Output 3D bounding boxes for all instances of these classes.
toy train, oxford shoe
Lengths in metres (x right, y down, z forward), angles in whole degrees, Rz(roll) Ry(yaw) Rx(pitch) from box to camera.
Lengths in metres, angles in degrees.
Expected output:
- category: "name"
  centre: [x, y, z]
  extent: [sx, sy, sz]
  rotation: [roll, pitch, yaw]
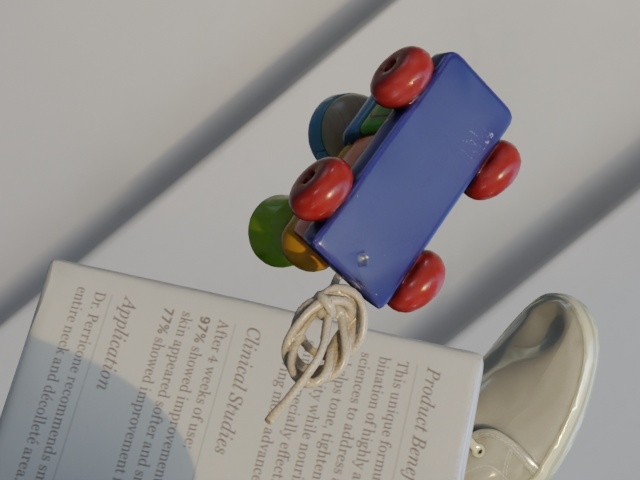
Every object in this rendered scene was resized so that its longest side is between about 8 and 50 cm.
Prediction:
- category: "toy train"
  centre: [0.000, 0.000, 1.027]
  extent: [0.105, 0.248, 0.143]
  rotation: [44, -20, -23]
- category: "oxford shoe"
  centre: [0.143, 0.243, 1.864]
  extent: [0.130, 0.449, 0.169]
  rotation: [30, 11, -36]

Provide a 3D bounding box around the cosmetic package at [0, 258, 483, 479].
- category: "cosmetic package"
  centre: [-0.089, 0.264, 1.525]
  extent: [0.393, 0.329, 0.327]
  rotation: [13, -28, 3]
